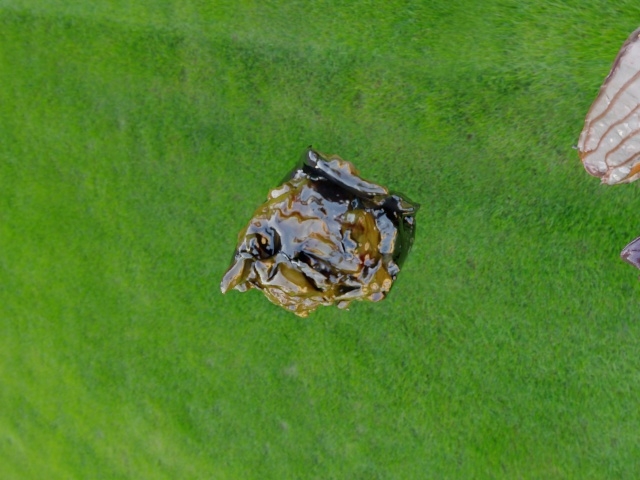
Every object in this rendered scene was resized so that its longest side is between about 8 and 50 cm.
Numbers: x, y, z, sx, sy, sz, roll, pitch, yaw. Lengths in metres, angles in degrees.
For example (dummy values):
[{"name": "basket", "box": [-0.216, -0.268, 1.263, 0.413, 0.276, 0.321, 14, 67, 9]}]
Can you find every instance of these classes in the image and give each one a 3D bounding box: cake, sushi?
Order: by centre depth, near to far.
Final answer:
[{"name": "cake", "box": [0.347, -0.133, 0.573, 0.135, 0.287, 0.098, -34, 69, 17]}, {"name": "sushi", "box": [-0.002, -0.001, 0.666, 0.213, 0.200, 0.204, 25, 92, 11]}]

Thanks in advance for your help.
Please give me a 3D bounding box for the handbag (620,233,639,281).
[{"name": "handbag", "box": [0.538, -0.003, 0.712, 0.203, 0.216, 0.074, -55, 38, 43]}]
